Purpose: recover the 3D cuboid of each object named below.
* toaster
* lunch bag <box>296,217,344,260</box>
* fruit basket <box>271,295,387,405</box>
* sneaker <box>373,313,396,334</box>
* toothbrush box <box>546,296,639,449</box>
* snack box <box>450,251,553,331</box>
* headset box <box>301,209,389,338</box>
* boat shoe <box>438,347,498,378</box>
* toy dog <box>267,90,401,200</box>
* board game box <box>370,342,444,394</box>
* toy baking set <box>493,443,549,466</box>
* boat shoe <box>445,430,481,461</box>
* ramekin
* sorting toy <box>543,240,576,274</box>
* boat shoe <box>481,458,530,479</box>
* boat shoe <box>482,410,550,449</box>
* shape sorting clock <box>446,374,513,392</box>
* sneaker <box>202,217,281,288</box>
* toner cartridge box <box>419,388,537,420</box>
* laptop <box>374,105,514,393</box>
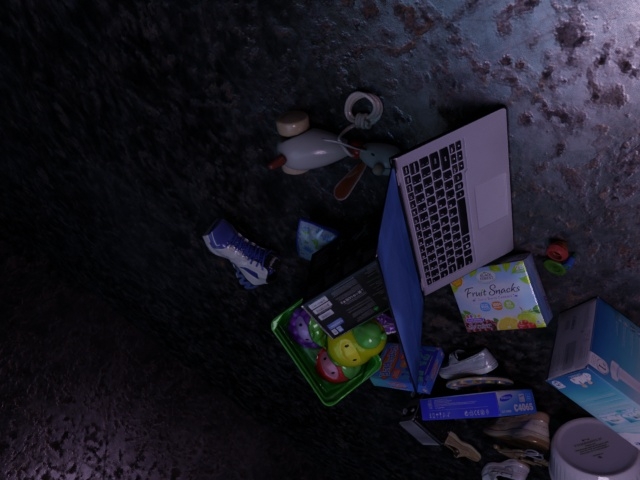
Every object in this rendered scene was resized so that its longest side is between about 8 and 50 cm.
[{"bbox_3d":[0.404,0.647,1.726,0.186,0.168,0.110,42,144,-7],"label":"toaster"},{"bbox_3d":[0.000,0.000,1.393,0.129,0.096,0.151,21,150,18],"label":"lunch bag"},{"bbox_3d":[0.047,0.335,1.520,0.392,0.283,0.392,52,169,15],"label":"fruit basket"},{"bbox_3d":[0.184,0.249,1.547,0.170,0.068,0.071,28,136,10],"label":"sneaker"},{"bbox_3d":[0.709,0.314,1.105,0.296,0.216,0.126,35,143,-2],"label":"toothbrush box"},{"bbox_3d":[0.448,0.135,1.181,0.207,0.070,0.174,-16,97,44],"label":"snack box"},{"bbox_3d":[0.097,0.075,1.213,0.247,0.283,0.131,-34,109,19],"label":"headset box"},{"bbox_3d":[0.457,0.383,1.491,0.228,0.079,0.081,-34,82,52],"label":"boat shoe"},{"bbox_3d":[0.008,-0.203,1.118,0.334,0.161,0.220,-2,129,38],"label":"toy dog"},{"bbox_3d":[0.291,0.426,1.577,0.211,0.160,0.047,-6,126,39],"label":"board game box"},{"bbox_3d":[0.729,0.762,1.670,0.256,0.030,0.197,33,151,-27],"label":"toy baking set"},{"bbox_3d":[0.562,0.849,1.895,0.190,0.072,0.068,35,142,0],"label":"boat shoe"},{"bbox_3d":[0.799,0.636,1.350,0.273,0.273,0.127,-2,117,38],"label":"ramekin"},{"bbox_3d":[0.553,0.037,1.075,0.061,0.042,0.102,26,156,36],"label":"sorting toy"},{"bbox_3d":[0.721,0.947,1.862,0.098,0.096,0.277,29,142,7],"label":"boat shoe"},{"bbox_3d":[0.657,0.621,1.559,0.122,0.110,0.341,22,159,-1],"label":"boat shoe"},{"bbox_3d":[0.507,0.462,1.492,0.207,0.040,0.206,-2,155,-1],"label":"shape sorting clock"},{"bbox_3d":[-0.239,0.045,1.611,0.183,0.127,0.315,-5,134,36],"label":"sneaker"},{"bbox_3d":[0.502,0.542,1.533,0.165,0.075,0.348,6,157,-29],"label":"toner cartridge box"},{"bbox_3d":[0.272,0.017,0.917,0.236,0.408,0.381,55,168,52],"label":"laptop"}]
